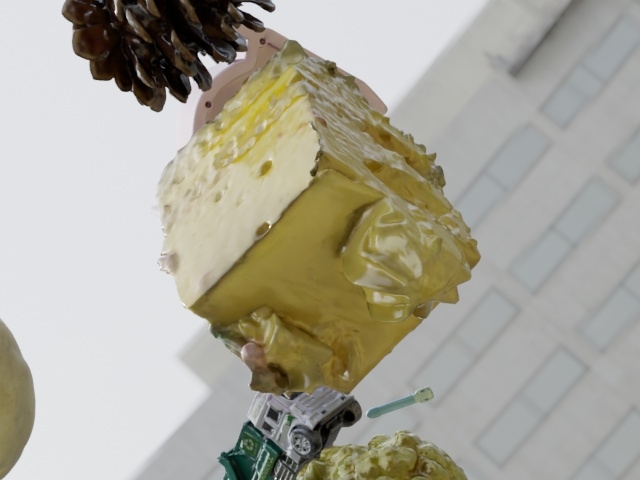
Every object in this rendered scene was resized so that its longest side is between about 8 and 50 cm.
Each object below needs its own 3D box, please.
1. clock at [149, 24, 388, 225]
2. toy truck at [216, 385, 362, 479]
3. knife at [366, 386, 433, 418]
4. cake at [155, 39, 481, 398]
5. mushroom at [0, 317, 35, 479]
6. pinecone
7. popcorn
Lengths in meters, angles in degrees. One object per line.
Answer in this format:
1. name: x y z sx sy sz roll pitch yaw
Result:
1. clock: -0.042 -0.088 2.275 0.290 0.080 0.275 24 -93 -21
2. toy truck: -0.047 0.242 2.201 0.110 0.116 0.216 -33 -28 -47
3. knife: 0.106 0.219 2.585 0.096 0.010 0.027 -20 -46 6
4. cake: 0.000 0.000 1.795 0.222 0.286 0.227 31 -66 -28
5. mushroom: -0.474 0.189 2.301 0.356 0.315 0.315 -24 -34 -44
6. pinecone: -0.142 -0.239 1.909 0.212 0.168 0.185 -45 1 24
7. popcorn: 0.069 0.307 2.069 0.218 0.189 0.169 -15 -1 40
